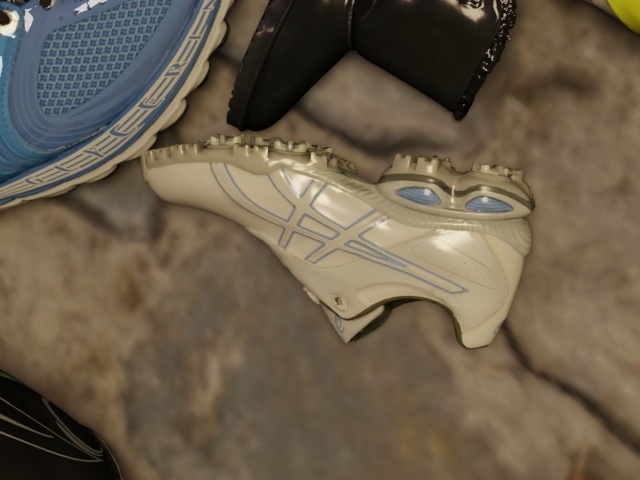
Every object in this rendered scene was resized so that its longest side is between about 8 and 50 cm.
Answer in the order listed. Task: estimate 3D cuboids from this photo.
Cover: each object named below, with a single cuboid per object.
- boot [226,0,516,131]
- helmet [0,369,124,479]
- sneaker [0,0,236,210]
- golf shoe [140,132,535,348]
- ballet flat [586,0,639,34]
[{"bbox_3d":[0.023,-0.083,0.572,0.099,0.045,0.121,26,112,-1],"label":"boot"},{"bbox_3d":[-0.177,0.115,0.532,0.169,0.161,0.169,-27,52,40],"label":"helmet"},{"bbox_3d":[-0.174,-0.070,0.564,0.330,0.147,0.130,-41,65,5],"label":"sneaker"},{"bbox_3d":[0.000,0.000,0.560,0.176,0.069,0.086,10,97,21],"label":"golf shoe"},{"bbox_3d":[0.110,-0.154,0.554,0.077,0.077,0.231,-30,72,31],"label":"ballet flat"}]
